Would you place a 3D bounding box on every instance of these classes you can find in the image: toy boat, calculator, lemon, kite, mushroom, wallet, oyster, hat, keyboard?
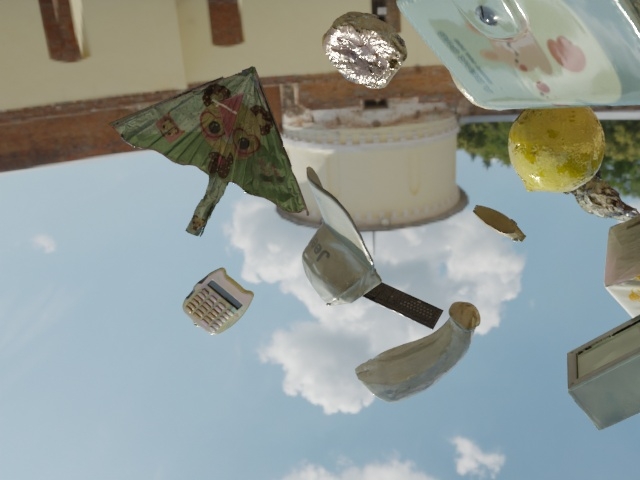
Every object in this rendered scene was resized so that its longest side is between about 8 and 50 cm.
[{"bbox_3d":[0.440,-0.044,1.559,0.149,0.047,0.049,38,-172,32],"label":"toy boat"},{"bbox_3d":[-0.293,0.175,1.782,0.236,0.157,0.033,-43,-170,31],"label":"calculator"},{"bbox_3d":[0.448,-0.185,1.202,0.174,0.206,0.173,0,-163,0],"label":"lemon"},{"bbox_3d":[-0.140,-0.133,0.916,0.323,0.267,0.013,21,169,-29],"label":"kite"},{"bbox_3d":[0.198,0.216,1.191,0.270,0.118,0.103,-39,-147,19],"label":"mushroom"},{"bbox_3d":[0.245,-0.254,0.750,0.083,0.252,0.360,-50,-157,-8],"label":"wallet"},{"bbox_3d":[0.749,-0.115,1.689,0.260,0.092,0.198,43,-174,13],"label":"oyster"},{"bbox_3d":[0.000,0.000,1.179,0.149,0.244,0.214,-39,-146,3],"label":"hat"},{"bbox_3d":[0.196,0.152,1.537,0.198,0.010,0.063,24,-121,20],"label":"keyboard"}]

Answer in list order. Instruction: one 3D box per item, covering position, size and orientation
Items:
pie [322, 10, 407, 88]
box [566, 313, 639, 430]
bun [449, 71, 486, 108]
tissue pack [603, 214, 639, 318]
[{"bbox_3d":[0.089,-0.405,1.346,0.195,0.195,0.046,10,-121,34],"label":"pie"},{"bbox_3d":[0.491,0.175,0.952,0.225,0.086,0.129,-38,-179,26],"label":"box"},{"bbox_3d":[0.408,-0.427,1.539,0.128,0.178,0.193,-39,-162,45],"label":"bun"},{"bbox_3d":[0.611,0.082,1.097,0.124,0.225,0.185,-36,-165,44],"label":"tissue pack"}]
